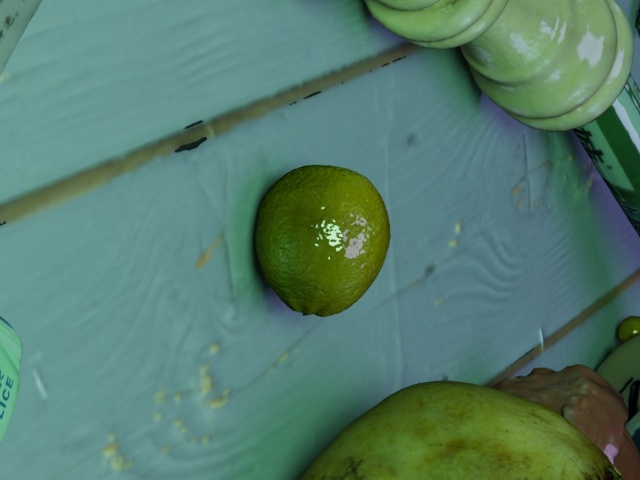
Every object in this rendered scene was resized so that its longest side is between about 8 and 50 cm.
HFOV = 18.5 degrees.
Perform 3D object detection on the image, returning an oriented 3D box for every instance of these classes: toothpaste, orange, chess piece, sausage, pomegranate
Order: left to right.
[{"bbox_3d":[0.000,0.000,1.207,0.085,0.085,0.095,29,75,-56],"label":"orange"},{"bbox_3d":[0.074,-0.173,1.270,0.397,0.117,0.117,21,77,-56],"label":"chess piece"},{"bbox_3d":[0.086,0.219,1.245,0.260,0.260,0.260,-14,107,-56],"label":"pomegranate"},{"bbox_3d":[0.175,0.232,1.462,0.152,0.152,0.280,-22,113,-55],"label":"sausage"},{"bbox_3d":[0.259,-0.046,1.565,0.061,0.099,0.392,-36,115,-5],"label":"toothpaste"}]

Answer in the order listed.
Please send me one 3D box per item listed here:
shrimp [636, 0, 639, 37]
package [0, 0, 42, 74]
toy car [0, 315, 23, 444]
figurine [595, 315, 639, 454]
[{"bbox_3d":[0.339,-0.223,1.718,0.174,0.082,0.076,-21,117,-47],"label":"shrimp"},{"bbox_3d":[-0.199,-0.141,0.878,0.204,0.062,0.251,37,61,-55],"label":"package"},{"bbox_3d":[-0.204,0.048,0.895,0.224,0.076,0.090,39,61,-53],"label":"toy car"},{"bbox_3d":[0.300,0.161,1.682,0.176,0.186,0.287,-45,170,8],"label":"figurine"}]
